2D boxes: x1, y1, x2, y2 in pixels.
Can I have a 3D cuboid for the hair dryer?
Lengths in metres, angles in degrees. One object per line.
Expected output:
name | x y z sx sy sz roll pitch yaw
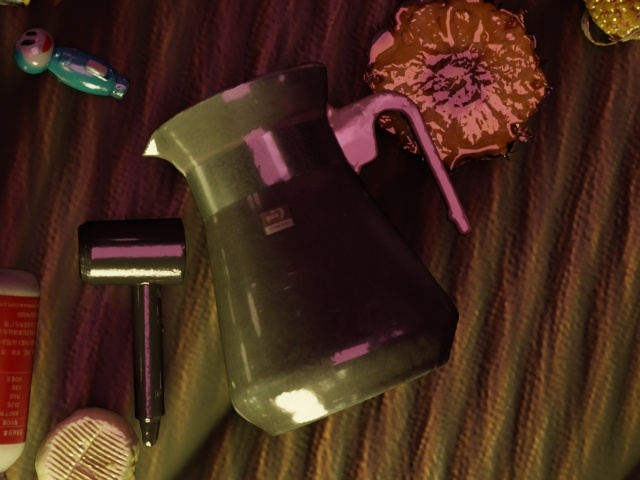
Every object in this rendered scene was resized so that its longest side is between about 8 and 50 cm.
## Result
hair dryer | -0.204 0.099 1.904 0.114 0.070 0.248 -1 98 -7

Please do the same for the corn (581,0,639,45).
corn | 0.307 -0.359 1.942 0.106 0.106 0.293 -17 88 -6

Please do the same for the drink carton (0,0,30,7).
drink carton | -0.332 -0.353 1.881 0.084 0.074 0.200 6 90 -6

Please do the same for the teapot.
teapot | 0.000 0.000 1.831 0.300 0.253 0.344 -23 87 -5

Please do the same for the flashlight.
flashlight | -0.269 -0.188 1.902 0.129 0.051 0.051 22 87 -12

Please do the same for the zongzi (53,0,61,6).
zongzi | -0.248 -0.290 1.909 0.076 0.040 0.083 6 101 -13

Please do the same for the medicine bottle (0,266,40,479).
medicine bottle | -0.368 0.150 1.843 0.131 0.131 0.250 5 89 -6

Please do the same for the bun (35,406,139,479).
bun | -0.247 0.234 1.885 0.115 0.069 0.115 0 88 -8

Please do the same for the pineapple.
pineapple | 0.146 -0.177 1.928 0.225 0.076 0.225 0 88 -5
